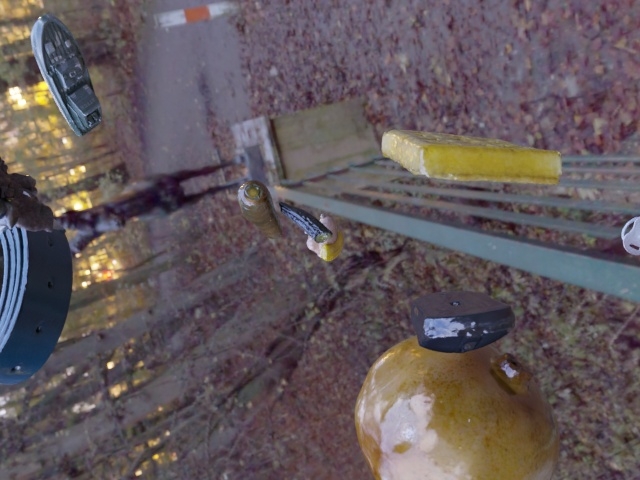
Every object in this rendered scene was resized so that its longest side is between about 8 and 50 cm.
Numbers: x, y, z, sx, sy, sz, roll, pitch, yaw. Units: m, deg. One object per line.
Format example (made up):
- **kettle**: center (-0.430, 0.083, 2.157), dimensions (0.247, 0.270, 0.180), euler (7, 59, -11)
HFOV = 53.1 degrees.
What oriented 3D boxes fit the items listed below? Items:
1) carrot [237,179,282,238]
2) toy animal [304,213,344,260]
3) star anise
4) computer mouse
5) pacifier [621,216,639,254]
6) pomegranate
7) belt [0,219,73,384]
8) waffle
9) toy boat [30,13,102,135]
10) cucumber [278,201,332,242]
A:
- **carrot**: center (-0.121, -0.055, 1.336), dimensions (0.342, 0.070, 0.070), euler (77, 172, -77)
- **toy animal**: center (0.000, 0.000, 1.478), dimensions (0.114, 0.082, 0.091), euler (60, -138, -50)
- **star anise**: center (-0.481, -0.089, 0.921), dimensions (0.197, 0.073, 0.212), euler (46, -179, 0)
- **computer mouse**: center (0.220, 0.137, 1.029), dimensions (0.270, 0.137, 0.086), euler (-99, 0, -89)
- **pacifier**: center (0.725, -0.009, 1.437), dimensions (0.078, 0.081, 0.099), euler (-87, 22, -69)
- **pomegranate**: center (0.285, 0.373, 1.315), dimensions (0.416, 0.416, 0.417), euler (163, 90, -72)
- **belt**: center (-0.737, 0.111, 1.484), dimensions (0.173, 0.300, 0.437), euler (29, -123, -66)
- **waffle**: center (0.232, -0.139, 1.040), dimensions (0.248, 0.221, 0.055), euler (-122, 36, -72)
- **toy boat**: center (-0.444, -0.288, 1.134), dimensions (0.085, 0.078, 0.260), euler (34, 152, 19)
- **cucumber**: center (-0.029, -0.038, 1.181), dimensions (0.135, 0.034, 0.033), euler (42, 165, 35)
